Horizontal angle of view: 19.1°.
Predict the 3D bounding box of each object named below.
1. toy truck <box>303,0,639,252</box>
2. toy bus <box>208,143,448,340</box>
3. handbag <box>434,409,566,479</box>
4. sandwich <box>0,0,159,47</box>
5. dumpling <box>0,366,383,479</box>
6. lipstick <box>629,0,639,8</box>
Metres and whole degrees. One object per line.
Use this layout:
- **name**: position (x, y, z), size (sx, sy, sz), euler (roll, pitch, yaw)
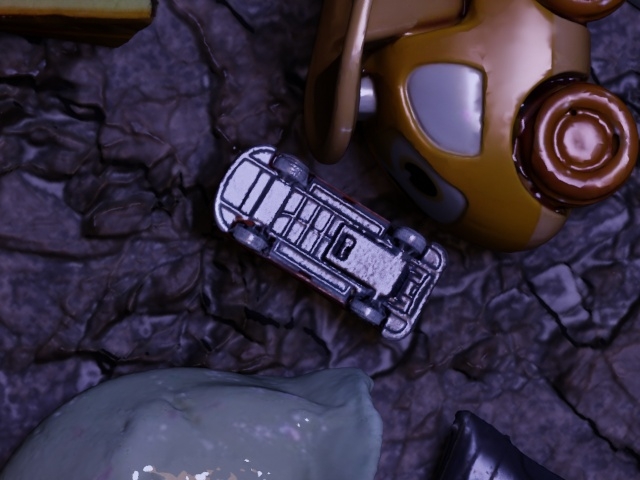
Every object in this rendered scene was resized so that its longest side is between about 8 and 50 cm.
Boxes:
- **toy truck**: position (0.105, -0.137, 1.351), size (0.212, 0.204, 0.288), euler (3, 86, -8)
- **toy bus**: position (0.000, 0.000, 1.387), size (0.174, 0.077, 0.079), euler (31, 82, -7)
- **handbag**: position (0.130, 0.278, 1.393), size (0.211, 0.089, 0.254), euler (31, 86, -10)
- **sandwich**: position (-0.207, -0.209, 1.328), size (0.187, 0.144, 0.117), euler (8, 83, -10)
- **dumpling**: position (-0.092, 0.219, 1.305), size (0.270, 0.212, 0.320), euler (26, 97, 28)
- **lipstick**: position (0.278, -0.177, 1.477), size (0.107, 0.025, 0.025), euler (32, 82, -14)
